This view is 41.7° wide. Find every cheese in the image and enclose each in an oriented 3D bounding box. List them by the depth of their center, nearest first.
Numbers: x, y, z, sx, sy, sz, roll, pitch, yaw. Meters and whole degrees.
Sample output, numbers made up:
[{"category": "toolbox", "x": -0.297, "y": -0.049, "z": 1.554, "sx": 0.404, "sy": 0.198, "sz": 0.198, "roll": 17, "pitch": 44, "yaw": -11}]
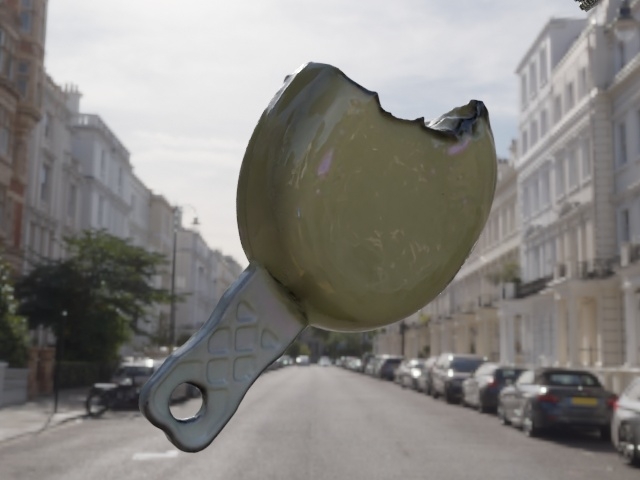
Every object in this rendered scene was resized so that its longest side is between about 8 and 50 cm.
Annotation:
[{"category": "cheese", "x": 0.010, "y": 0.015, "z": 0.482, "sx": 0.163, "sy": 0.249, "sz": 0.070, "roll": 30, "pitch": -13, "yaw": -35}]

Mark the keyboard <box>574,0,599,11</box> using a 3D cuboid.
[{"category": "keyboard", "x": 0.226, "y": -0.229, "z": 0.692, "sx": 0.014, "sy": 0.055, "sz": 0.176, "roll": -39, "pitch": 0, "yaw": 5}]
